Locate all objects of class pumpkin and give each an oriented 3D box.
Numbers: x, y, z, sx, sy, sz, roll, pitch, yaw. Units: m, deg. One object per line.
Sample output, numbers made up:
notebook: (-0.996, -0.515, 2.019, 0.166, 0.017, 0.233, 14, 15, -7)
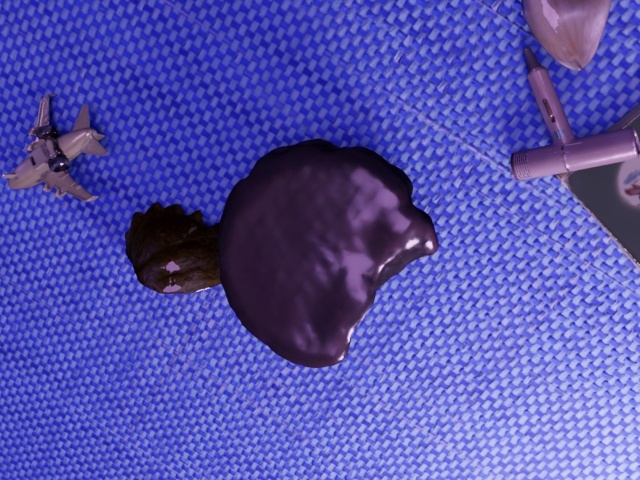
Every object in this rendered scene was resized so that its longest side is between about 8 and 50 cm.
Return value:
pumpkin: (-0.292, 0.013, 1.107, 0.254, 0.149, 0.130, 6, 115, 8)

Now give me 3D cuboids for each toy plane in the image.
toy plane: (-0.530, -0.163, 1.125, 0.244, 0.092, 0.229, -26, 84, 12)

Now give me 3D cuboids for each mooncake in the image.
mooncake: (0.000, 0.000, 1.018, 0.381, 0.212, 0.350, -41, 91, 18)

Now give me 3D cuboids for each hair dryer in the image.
hair dryer: (0.409, -0.225, 0.953, 0.195, 0.054, 0.220, -8, 91, 36)

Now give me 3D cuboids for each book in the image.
book: (0.630, -0.064, 0.989, 0.260, 0.043, 0.371, -42, 97, 16)

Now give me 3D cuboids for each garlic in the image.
garlic: (0.382, -0.426, 0.887, 0.143, 0.112, 0.318, 6, 100, -2)
